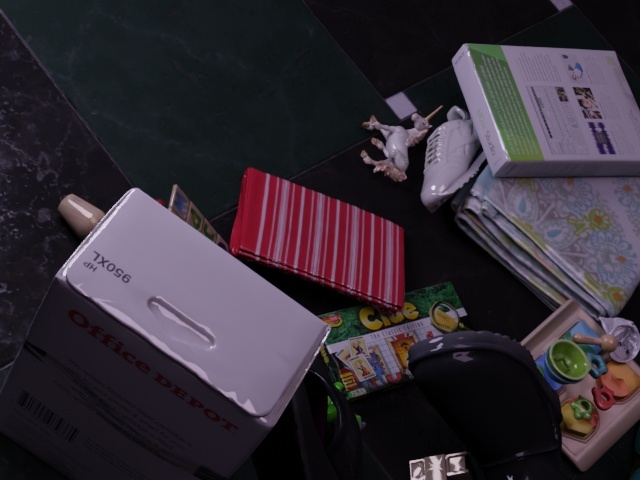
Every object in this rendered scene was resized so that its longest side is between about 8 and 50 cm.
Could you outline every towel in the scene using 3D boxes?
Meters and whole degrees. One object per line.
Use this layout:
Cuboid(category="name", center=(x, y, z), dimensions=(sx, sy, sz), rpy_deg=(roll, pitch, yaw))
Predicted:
Cuboid(category="towel", center=(0.000, 0.000, 2.034), dimensions=(0.274, 0.031, 0.199), rpy_deg=(21, 40, -14))
Cuboid(category="towel", center=(0.415, -0.056, 2.258), dimensions=(0.320, 0.090, 0.374), rpy_deg=(41, 52, 0))

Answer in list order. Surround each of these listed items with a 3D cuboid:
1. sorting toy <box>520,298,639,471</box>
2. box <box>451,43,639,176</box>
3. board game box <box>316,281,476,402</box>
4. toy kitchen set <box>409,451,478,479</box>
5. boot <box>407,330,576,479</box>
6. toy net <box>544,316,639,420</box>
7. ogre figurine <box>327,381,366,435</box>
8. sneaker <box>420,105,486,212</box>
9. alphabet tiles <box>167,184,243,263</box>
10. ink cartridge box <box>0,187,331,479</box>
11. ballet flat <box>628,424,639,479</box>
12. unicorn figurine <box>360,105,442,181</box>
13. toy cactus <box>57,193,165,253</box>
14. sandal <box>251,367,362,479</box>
Cuboid(category="sorting toy", center=(0.395, 0.217, 2.070), dimensions=(0.193, 0.038, 0.208), rpy_deg=(-39, 82, -21))
Cuboid(category="box", center=(0.392, -0.215, 2.253), dimensions=(0.322, 0.058, 0.232), rpy_deg=(-1, 61, -30))
Cuboid(category="board game box", center=(0.117, 0.149, 2.016), dimensions=(0.259, 0.030, 0.136), rpy_deg=(-14, 64, -32))
Cuboid(category="toy kitchen set", center=(0.176, 0.350, 1.914), dimensions=(0.083, 0.075, 0.068), rpy_deg=(-12, 53, 14))
Cuboid(category="boot", center=(0.260, 0.375, 1.786), dimensions=(0.367, 0.146, 0.445), rpy_deg=(34, 43, -48))
Cuboid(category="toy net", center=(0.428, 0.176, 2.033), dimensions=(0.232, 0.045, 0.122), rpy_deg=(-27, 70, -40))
Cuboid(category="ogre figurine", center=(-0.018, 0.246, 1.846), dimensions=(0.197, 0.097, 0.118), rpy_deg=(36, 62, 13))
Cuboid(category="sneaker", center=(0.204, -0.131, 2.193), dimensions=(0.095, 0.090, 0.235), rpy_deg=(48, 39, -8))
Cuboid(category="alphabet tiles", center=(-0.170, 0.074, 1.852), dimensions=(0.198, 0.009, 0.237), rpy_deg=(53, 35, -45))
Cuboid(category="ink cartridge box", center=(-0.202, 0.162, 1.616), dimensions=(0.285, 0.395, 0.166), rpy_deg=(35, 52, -2))
Cuboid(category="ballet flat", center=(0.534, 0.353, 2.047), dimensions=(0.124, 0.116, 0.342), rpy_deg=(46, 49, -19))
Cuboid(category="unicorn figurine", center=(0.123, -0.162, 2.206), dimensions=(0.111, 0.060, 0.162), rpy_deg=(23, 66, -23))
Cuboid(category="toy cactus", center=(-0.291, -0.001, 1.878), dimensions=(0.180, 0.112, 0.219), rpy_deg=(39, 59, 14))
Cuboid(category="sandal", center=(-0.003, 0.294, 1.739), dimensions=(0.107, 0.167, 0.446), rpy_deg=(-20, 93, -32))
